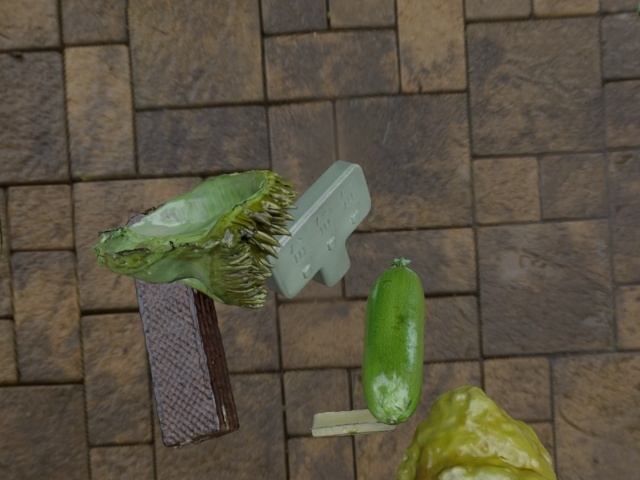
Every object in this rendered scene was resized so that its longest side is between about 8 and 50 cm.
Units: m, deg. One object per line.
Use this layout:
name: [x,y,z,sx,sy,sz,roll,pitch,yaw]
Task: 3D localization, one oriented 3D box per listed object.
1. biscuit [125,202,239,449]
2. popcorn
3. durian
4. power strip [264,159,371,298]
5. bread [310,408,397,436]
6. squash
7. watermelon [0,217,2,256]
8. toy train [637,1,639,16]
biscuit: [-0.224,0.130,1.294,0.107,0.073,0.388,-20,74,20]
popcorn: [0.265,0.431,1.286,0.294,0.292,0.334,-35,135,-30]
durian: [-0.136,-0.014,0.874,0.198,0.394,0.163,15,90,-17]
power strip: [0.001,0.000,1.461,0.059,0.193,0.265,21,56,35]
bread: [0.059,0.326,1.442,0.154,0.068,0.028,-6,101,4]
squash: [0.118,0.143,1.287,0.102,0.378,0.101,5,125,7]
watermelon: [-0.270,-0.006,0.521,0.163,0.087,0.069,-14,51,2]
toy train: [0.716,-0.421,1.426,0.194,0.298,0.120,-4,103,-22]
